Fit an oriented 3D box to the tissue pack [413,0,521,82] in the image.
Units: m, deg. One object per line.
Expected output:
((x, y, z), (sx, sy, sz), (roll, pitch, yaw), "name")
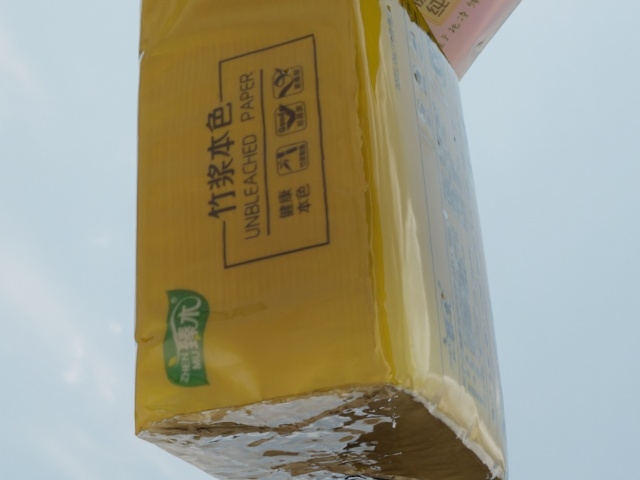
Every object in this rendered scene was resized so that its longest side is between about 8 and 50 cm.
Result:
((0.103, -0.270, 1.237), (0.225, 0.185, 0.124), (-52, -150, 27), "tissue pack")

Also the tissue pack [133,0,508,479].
((0.000, 0.000, 0.999), (0.228, 0.293, 0.382), (-14, -119, 17), "tissue pack")
